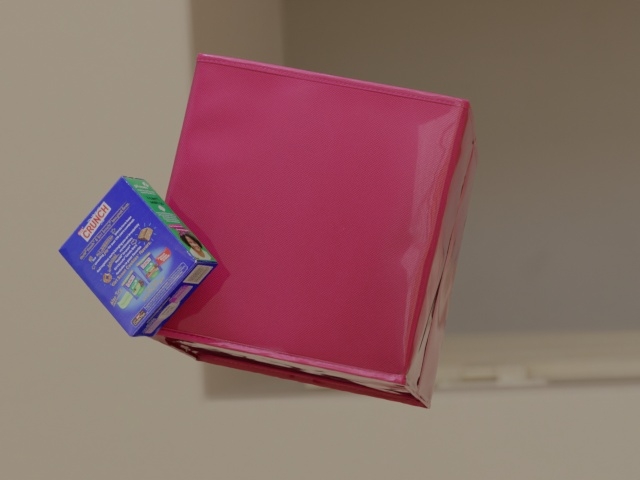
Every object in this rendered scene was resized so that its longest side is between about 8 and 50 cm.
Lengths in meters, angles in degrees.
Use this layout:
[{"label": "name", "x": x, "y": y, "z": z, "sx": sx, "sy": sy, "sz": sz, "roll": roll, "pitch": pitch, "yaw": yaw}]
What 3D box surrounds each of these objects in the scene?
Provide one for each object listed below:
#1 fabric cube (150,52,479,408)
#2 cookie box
[{"label": "fabric cube", "x": 0.000, "y": 0.000, "z": 1.489, "sx": 0.259, "sy": 0.254, "sz": 0.258, "roll": 52, "pitch": -131, "yaw": -77}, {"label": "cookie box", "x": -0.156, "y": 0.014, "z": 1.347, "sx": 0.107, "sy": 0.092, "sz": 0.040, "roll": 48, "pitch": -165, "yaw": 20}]
